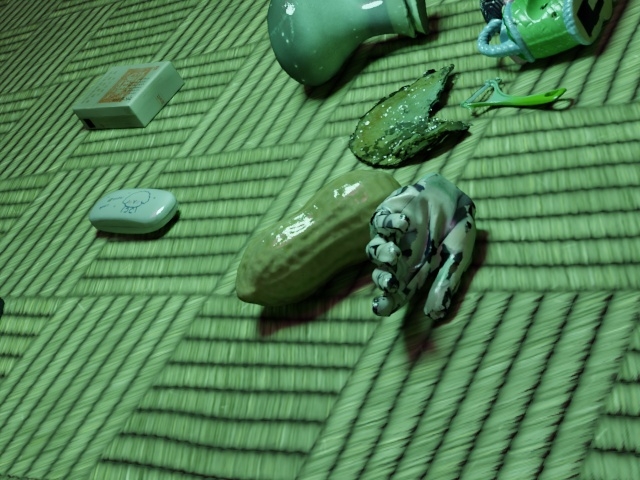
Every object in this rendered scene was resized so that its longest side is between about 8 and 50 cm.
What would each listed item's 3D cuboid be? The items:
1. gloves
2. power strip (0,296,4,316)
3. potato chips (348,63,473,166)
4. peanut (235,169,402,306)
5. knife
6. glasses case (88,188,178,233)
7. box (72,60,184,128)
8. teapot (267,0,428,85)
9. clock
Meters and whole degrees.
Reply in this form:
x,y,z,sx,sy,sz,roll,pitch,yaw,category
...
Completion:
x,y,z,sx,sy,sz,roll,pitch,yaw,category
0.108,0.016,1.408,0.111,0.127,0.212,-6,37,52,gloves
-0.549,0.126,1.937,0.029,0.038,0.111,-27,31,14,power strip
0.135,-0.176,1.728,0.202,0.029,0.220,-33,29,4,potato chips
0.000,0.000,1.532,0.256,0.123,0.123,-33,31,11,peanut
0.275,-0.201,1.628,0.166,0.023,0.078,10,50,49,knife
-0.309,-0.049,1.938,0.197,0.049,0.076,3,47,45,glasses case
-0.379,-0.285,2.317,0.201,0.058,0.141,6,49,46,box
0.046,-0.359,1.934,0.250,0.183,0.183,-11,37,14,teapot
0.315,-0.339,1.708,0.195,0.100,0.194,-4,44,42,clock
